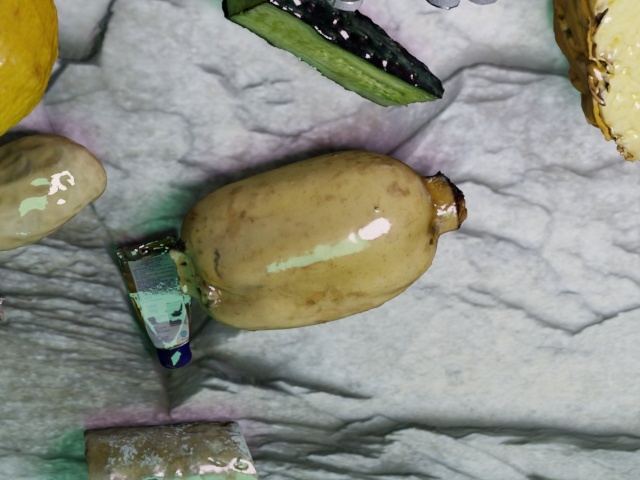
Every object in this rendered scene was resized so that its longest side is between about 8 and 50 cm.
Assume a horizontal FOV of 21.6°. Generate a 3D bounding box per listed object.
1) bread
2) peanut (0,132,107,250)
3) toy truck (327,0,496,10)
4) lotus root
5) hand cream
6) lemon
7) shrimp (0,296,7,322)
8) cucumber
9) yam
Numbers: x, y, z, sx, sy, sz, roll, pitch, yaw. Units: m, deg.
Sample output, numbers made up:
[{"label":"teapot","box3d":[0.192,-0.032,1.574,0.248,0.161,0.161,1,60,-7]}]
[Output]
[{"label":"bread","box3d":[0.280,-0.201,1.458,0.160,0.147,0.260,-26,139,2]},{"label":"peanut","box3d":[-0.325,-0.038,1.520,0.263,0.101,0.117,-5,153,-6]},{"label":"toy truck","box3d":[0.081,-0.251,1.408,0.192,0.092,0.083,-4,134,-18]},{"label":"lotus root","box3d":[0.000,0.000,1.587,0.284,0.146,0.160,-16,151,0]},{"label":"hand cream","box3d":[-0.161,0.060,1.690,0.062,0.039,0.163,-9,128,0]},{"label":"lemon","box3d":[-0.311,-0.170,1.339,0.192,0.192,0.231,-30,138,17]},{"label":"shrimp","box3d":[-0.354,0.066,1.635,0.075,0.073,0.190,11,137,42]},{"label":"cucumber","box3d":[0.017,-0.184,1.482,0.211,0.062,0.078,25,159,-36]},{"label":"yam","box3d":[-0.156,0.250,1.817,0.194,0.107,0.107,-4,133,-8]}]
